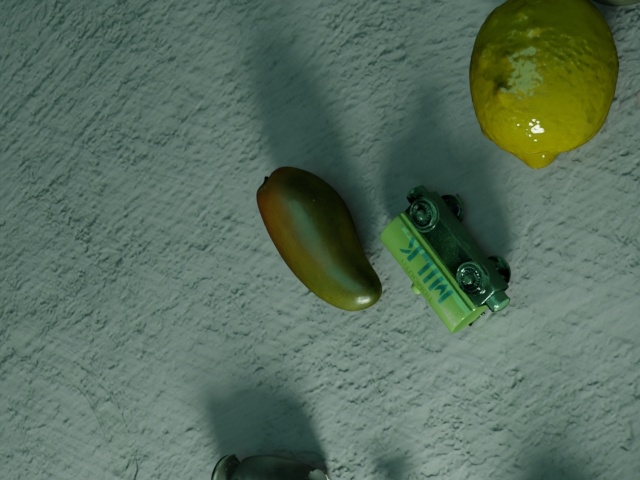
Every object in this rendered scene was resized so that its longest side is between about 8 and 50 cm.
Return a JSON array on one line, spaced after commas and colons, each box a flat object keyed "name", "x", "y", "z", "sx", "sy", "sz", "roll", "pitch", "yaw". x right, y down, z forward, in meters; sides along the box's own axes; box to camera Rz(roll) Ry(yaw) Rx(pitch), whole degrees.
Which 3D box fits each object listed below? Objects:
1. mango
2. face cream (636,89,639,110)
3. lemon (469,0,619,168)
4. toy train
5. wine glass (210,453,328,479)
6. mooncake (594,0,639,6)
[{"name": "mango", "x": -0.005, "y": 0.001, "z": 1.976, "sx": 0.146, "sy": 0.129, "sz": 0.289, "roll": -29, "pitch": 81, "yaw": 15}, {"name": "face cream", "x": 0.545, "y": -0.145, "z": 1.737, "sx": 0.084, "sy": 0.057, "sz": 0.198, "roll": -16, "pitch": 84, "yaw": 25}, {"name": "lemon", "x": 0.341, "y": -0.253, "z": 1.745, "sx": 0.233, "sy": 0.233, "sz": 0.288, "roll": 5, "pitch": 92, "yaw": 27}, {"name": "toy train", "x": 0.204, "y": 0.036, "z": 1.893, "sx": 0.253, "sy": 0.105, "sz": 0.157, "roll": 53, "pitch": 125, "yaw": 18}, {"name": "wine glass", "x": -0.092, "y": 0.441, "z": 2.030, "sx": 0.204, "sy": 0.111, "sz": 0.111, "roll": 1, "pitch": 91, "yaw": 31}, {"name": "mooncake", "x": 0.465, "y": -0.490, "z": 1.696, "sx": 0.275, "sy": 0.135, "sz": 0.275, "roll": -1, "pitch": 71, "yaw": 4}]
